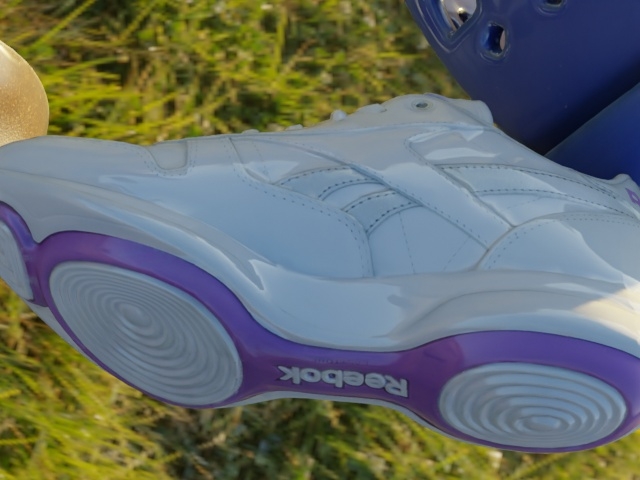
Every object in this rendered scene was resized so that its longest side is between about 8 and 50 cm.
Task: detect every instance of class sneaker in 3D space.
[{"bbox_3d":[0.000,0.000,0.644,0.114,0.305,0.152,100,3,-50],"label":"sneaker"}]

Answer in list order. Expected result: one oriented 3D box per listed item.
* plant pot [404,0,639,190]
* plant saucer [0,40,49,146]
[{"bbox_3d":[0.201,-0.115,0.740,0.236,0.236,0.212,10,54,-40],"label":"plant pot"},{"bbox_3d":[-0.293,-0.020,0.791,0.311,0.310,0.050,-2,63,-40],"label":"plant saucer"}]
